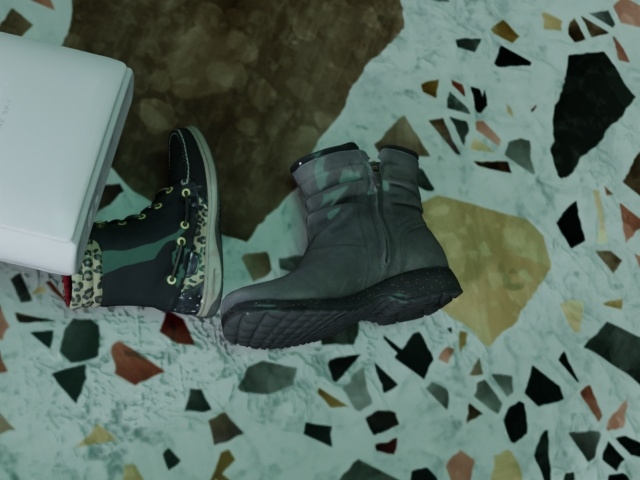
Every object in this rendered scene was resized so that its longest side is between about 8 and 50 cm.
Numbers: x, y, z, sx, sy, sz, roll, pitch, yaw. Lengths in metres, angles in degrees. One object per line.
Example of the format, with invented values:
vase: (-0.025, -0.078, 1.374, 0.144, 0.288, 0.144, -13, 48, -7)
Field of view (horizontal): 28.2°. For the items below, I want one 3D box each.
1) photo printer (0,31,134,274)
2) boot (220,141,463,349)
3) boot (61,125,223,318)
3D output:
photo printer: (-0.380, -0.112, 1.377, 0.307, 0.107, 0.256, 14, 62, -1)
boot: (0.000, 0.000, 1.538, 0.338, 0.118, 0.223, -7, 69, -37)
boot: (-0.208, -0.025, 1.461, 0.178, 0.085, 0.236, 0, 70, -21)
